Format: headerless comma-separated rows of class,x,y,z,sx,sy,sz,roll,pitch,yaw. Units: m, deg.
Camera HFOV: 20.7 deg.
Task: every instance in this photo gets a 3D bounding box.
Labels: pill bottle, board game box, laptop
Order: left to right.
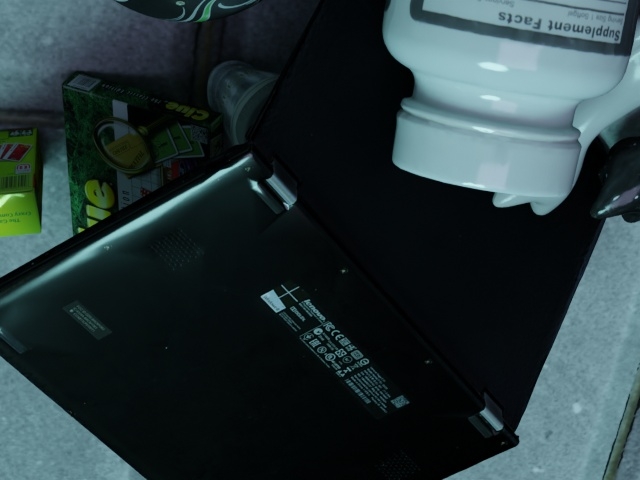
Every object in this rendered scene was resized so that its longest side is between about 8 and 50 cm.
board game box,-0.313,-0.040,1.390,0.181,0.092,0.043,-5,127,-4
board game box,-0.142,-0.007,1.439,0.136,0.030,0.259,18,130,22
laptop,0.000,0.000,1.378,0.408,0.236,0.382,-28,129,18
pill bottle,0.139,-0.198,1.216,0.176,0.176,0.318,7,101,-13

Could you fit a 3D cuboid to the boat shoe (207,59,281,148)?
boat shoe,0.016,-0.025,1.453,0.118,0.103,0.320,-45,128,-4

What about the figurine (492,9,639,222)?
figurine,0.247,-0.097,1.378,0.215,0.092,0.209,3,130,-45

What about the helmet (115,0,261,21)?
helmet,-0.096,-0.231,1.236,0.169,0.161,0.169,-1,91,-32
